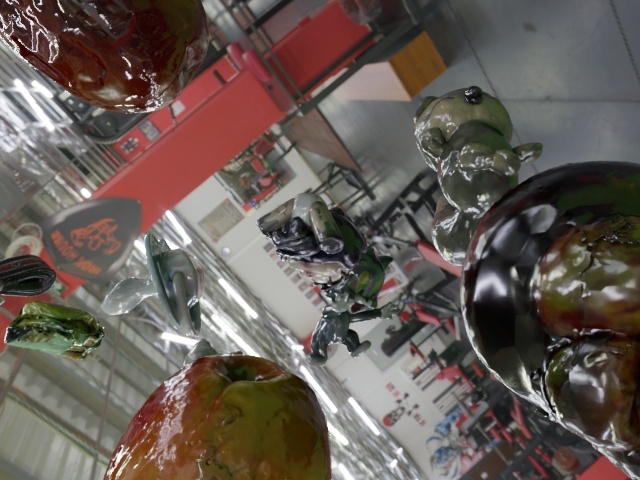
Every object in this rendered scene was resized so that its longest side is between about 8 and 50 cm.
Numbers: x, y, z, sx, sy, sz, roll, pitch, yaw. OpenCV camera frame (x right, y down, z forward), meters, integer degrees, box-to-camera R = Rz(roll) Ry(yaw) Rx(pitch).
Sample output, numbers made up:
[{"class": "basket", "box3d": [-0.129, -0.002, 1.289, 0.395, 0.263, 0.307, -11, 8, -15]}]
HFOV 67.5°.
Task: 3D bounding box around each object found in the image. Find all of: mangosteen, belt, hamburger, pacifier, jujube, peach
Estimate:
[{"class": "mangosteen", "box3d": [0.399, 0.094, 0.639, 0.381, 0.381, 0.421, 52, -178, -34]}, {"class": "belt", "box3d": [-0.857, 0.108, 1.201, 0.094, 0.126, 0.360, 22, -159, 28]}, {"class": "hamburger", "box3d": [-0.667, 0.224, 1.218, 0.235, 0.215, 0.125, 113, 158, -56]}, {"class": "pacifier", "box3d": [-0.345, 0.108, 0.981, 0.279, 0.208, 0.227, 141, 114, -81]}, {"class": "jujube", "box3d": [-0.303, -0.311, 0.618, 0.318, 0.223, 0.223, 34, 179, -7]}, {"class": "peach", "box3d": [-0.133, 0.344, 0.661, 0.290, 0.372, 0.372, 16, 176, 1]}]

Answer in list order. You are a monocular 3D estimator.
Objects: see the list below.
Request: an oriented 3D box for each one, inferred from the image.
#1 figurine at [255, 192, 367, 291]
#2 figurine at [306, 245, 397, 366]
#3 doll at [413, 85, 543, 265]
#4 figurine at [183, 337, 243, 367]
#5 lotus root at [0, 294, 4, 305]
[{"class": "figurine", "box3d": [0.000, 0.000, 0.774, 0.145, 0.145, 0.222, 48, 180, 29]}, {"class": "figurine", "box3d": [0.059, 0.130, 0.970, 0.193, 0.265, 0.140, 15, -157, -29]}, {"class": "doll", "box3d": [0.314, -0.173, 1.134, 0.253, 0.378, 0.382, 16, -141, -10]}, {"class": "figurine", "box3d": [-0.302, 0.361, 1.273, 0.421, 0.155, 0.193, 92, 168, -75]}, {"class": "lotus root", "box3d": [-0.561, 0.084, 0.789, 0.030, 0.038, 0.083, -128, 20, -50]}]
